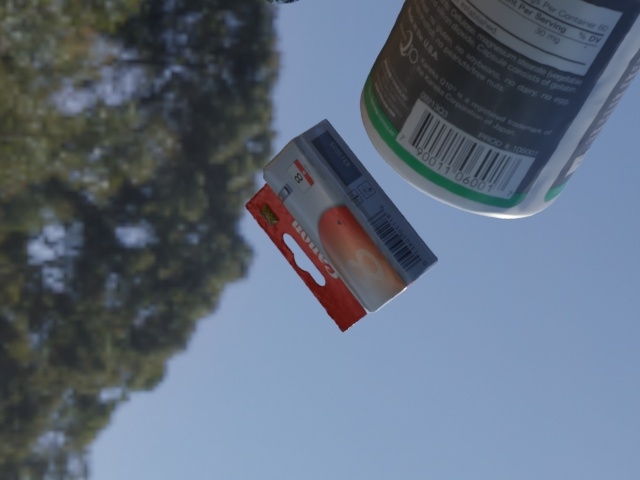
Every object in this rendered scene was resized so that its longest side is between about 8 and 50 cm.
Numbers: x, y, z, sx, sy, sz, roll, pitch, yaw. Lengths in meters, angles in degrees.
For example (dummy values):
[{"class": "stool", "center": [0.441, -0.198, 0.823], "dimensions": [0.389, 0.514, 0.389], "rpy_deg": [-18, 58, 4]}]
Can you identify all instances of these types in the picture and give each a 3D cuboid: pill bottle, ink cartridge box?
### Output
[{"class": "pill bottle", "center": [0.189, -0.210, 1.273], "dimensions": [0.361, 0.204, 0.204], "rpy_deg": [-62, -145, 37]}, {"class": "ink cartridge box", "center": [0.000, 0.000, 1.243], "dimensions": [0.145, 0.045, 0.179], "rpy_deg": [52, -34, 3]}]

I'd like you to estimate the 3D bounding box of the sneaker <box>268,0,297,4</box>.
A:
[{"class": "sneaker", "center": [-0.038, -0.186, 0.972], "dimensions": [0.227, 0.087, 0.130], "rpy_deg": [-57, 142, -48]}]
